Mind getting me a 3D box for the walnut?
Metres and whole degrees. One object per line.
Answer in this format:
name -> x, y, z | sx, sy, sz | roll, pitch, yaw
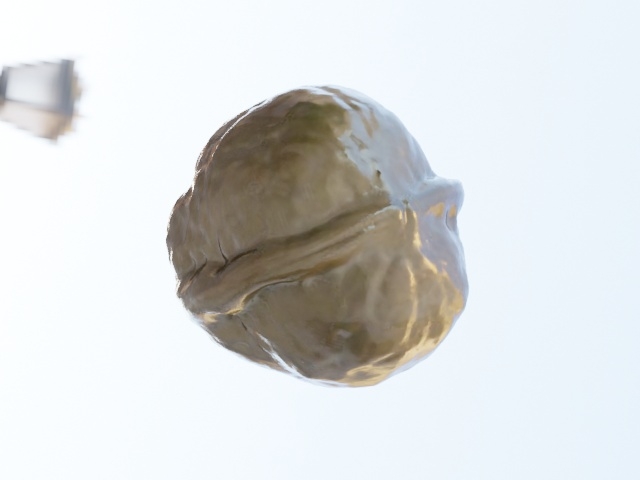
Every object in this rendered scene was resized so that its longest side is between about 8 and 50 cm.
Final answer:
walnut -> 0.000, 0.000, 2.121 | 0.381, 0.381, 0.381 | -21, -115, 58
